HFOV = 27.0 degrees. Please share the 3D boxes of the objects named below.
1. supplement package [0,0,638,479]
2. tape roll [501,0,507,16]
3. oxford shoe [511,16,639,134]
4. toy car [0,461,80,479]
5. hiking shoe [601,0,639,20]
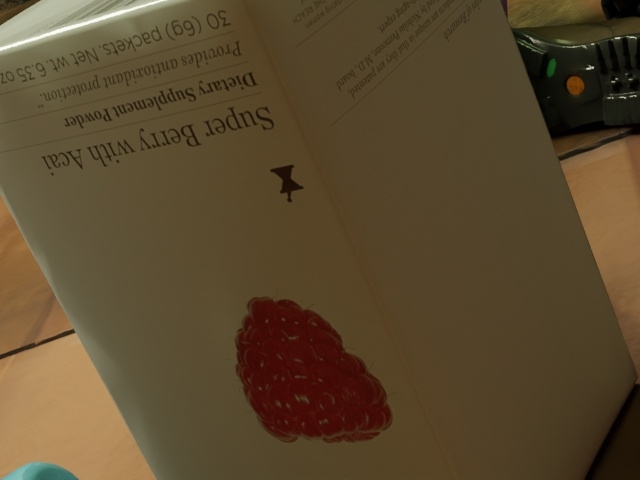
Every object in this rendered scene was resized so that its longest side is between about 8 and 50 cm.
[{"bbox_3d":[0.000,0.000,0.614,0.178,0.293,0.175,-9,26,37],"label":"supplement package"},{"bbox_3d":[0.047,-0.213,1.093,0.090,0.274,0.275,-7,27,37],"label":"tape roll"},{"bbox_3d":[0.202,-0.130,1.019,0.096,0.082,0.227,-26,24,-35],"label":"oxford shoe"},{"bbox_3d":[-0.207,0.222,0.546,0.219,0.210,0.238,-33,48,15],"label":"toy car"},{"bbox_3d":[0.290,-0.233,1.136,0.114,0.086,0.227,-16,23,12],"label":"hiking shoe"}]
